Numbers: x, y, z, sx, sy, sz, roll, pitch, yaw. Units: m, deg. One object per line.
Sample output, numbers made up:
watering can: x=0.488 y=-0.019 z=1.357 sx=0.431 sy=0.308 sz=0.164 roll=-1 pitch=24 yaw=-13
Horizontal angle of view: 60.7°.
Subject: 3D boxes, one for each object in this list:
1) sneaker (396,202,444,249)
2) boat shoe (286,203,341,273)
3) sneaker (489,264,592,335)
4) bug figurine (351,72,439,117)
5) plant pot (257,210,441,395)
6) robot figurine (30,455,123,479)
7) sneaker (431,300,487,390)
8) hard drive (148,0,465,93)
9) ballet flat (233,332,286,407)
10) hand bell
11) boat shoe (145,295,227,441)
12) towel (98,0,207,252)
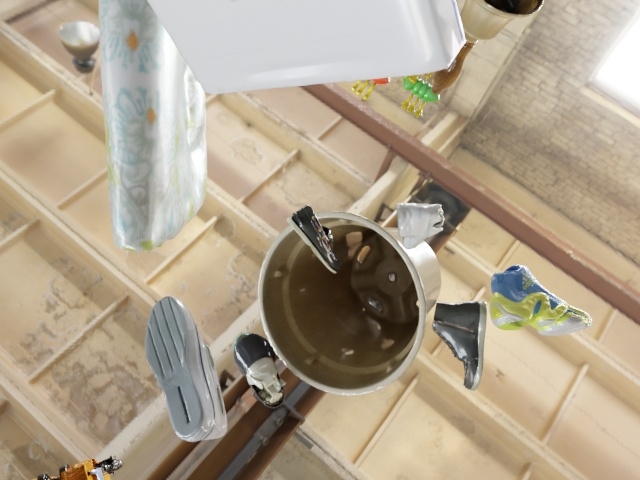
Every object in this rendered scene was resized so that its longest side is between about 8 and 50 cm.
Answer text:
sneaker: x=0.140 y=-0.019 z=0.756 sx=0.061 sy=0.152 sz=0.054 roll=-6 pitch=-98 yaw=11
boat shoe: x=0.001 y=0.001 z=0.799 sx=0.042 sy=0.133 sz=0.049 roll=-39 pitch=-139 yaw=-2
sneaker: x=0.411 y=0.106 z=1.023 sx=0.240 sy=0.091 sz=0.126 roll=11 pitch=-118 yaw=-31
bug figurine: x=0.191 y=-0.405 z=1.210 sx=0.216 sy=0.072 sz=0.279 roll=32 pitch=-119 yaw=-2
plant pot: x=0.096 y=0.099 z=1.102 sx=0.334 sy=0.334 sz=0.305 roll=45 pitch=-156 yaw=17
robot figurine: x=-0.532 y=0.523 z=1.151 sx=0.211 sy=0.291 sz=0.085 roll=-16 pitch=-108 yaw=-15
sneaker: x=0.313 y=0.236 z=1.254 sx=0.118 sy=0.222 sz=0.083 roll=3 pitch=-163 yaw=14
hard drive: x=-0.066 y=-0.226 z=0.277 sx=0.210 sy=0.319 sz=0.040 roll=8 pitch=-129 yaw=38
ballet flat: x=-0.098 y=0.235 z=0.955 sx=0.074 sy=0.203 sz=0.074 roll=-4 pitch=-132 yaw=5
hand bell: x=0.236 y=-0.322 z=0.892 sx=0.126 sy=0.242 sz=0.126 roll=6 pitch=-116 yaw=-13
boat shoe: x=-0.197 y=0.189 z=0.803 sx=0.083 sy=0.076 sz=0.226 roll=-30 pitch=-124 yaw=13
towel: x=-0.221 y=-0.176 z=0.776 sx=0.090 sy=0.374 sz=0.320 roll=-2 pitch=-79 yaw=-4
